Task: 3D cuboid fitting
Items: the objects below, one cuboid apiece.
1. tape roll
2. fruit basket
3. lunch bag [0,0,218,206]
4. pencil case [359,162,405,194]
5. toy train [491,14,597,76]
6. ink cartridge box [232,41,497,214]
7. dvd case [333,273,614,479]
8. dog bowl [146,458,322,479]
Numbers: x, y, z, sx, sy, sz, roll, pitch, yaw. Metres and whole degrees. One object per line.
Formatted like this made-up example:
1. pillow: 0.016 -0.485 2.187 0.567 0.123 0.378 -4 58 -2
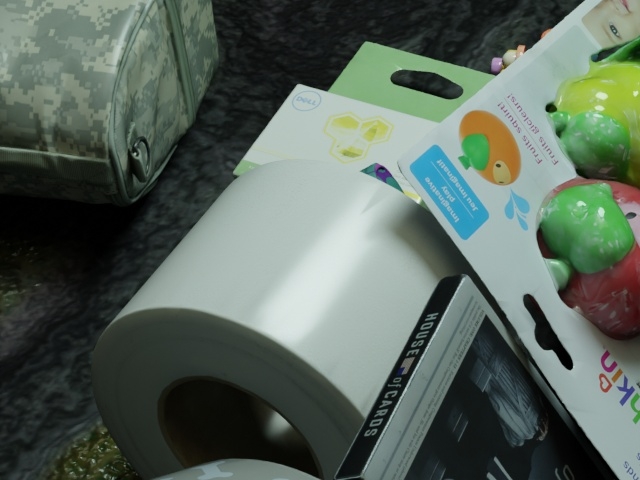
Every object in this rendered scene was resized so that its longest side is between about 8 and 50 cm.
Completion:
1. tape roll: -0.015 0.089 1.213 0.246 0.246 0.169 18 46 23
2. fruit basket: 0.245 -0.008 1.261 0.165 0.327 0.353 -31 6 41
3. lunch bag: -0.266 -0.148 1.521 0.305 0.212 0.256 7 42 13
4. pencil case: 0.000 0.000 1.410 0.152 0.070 0.064 -28 0 9
5. toy train: 0.228 -0.159 1.618 0.125 0.046 0.166 -11 42 -7
6. ink cartridge box: 0.054 -0.100 1.540 0.171 0.056 0.235 18 56 24
7. dvd case: 0.115 0.167 1.130 0.029 0.238 0.179 -14 34 41
8. dog bowl: -0.025 0.276 0.948 0.349 0.348 0.102 28 38 31
